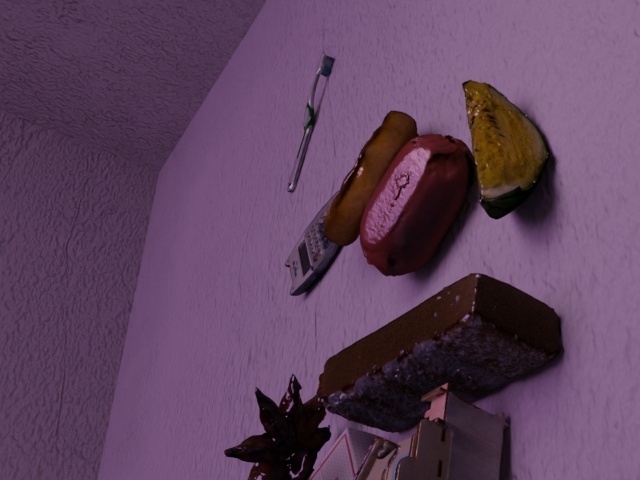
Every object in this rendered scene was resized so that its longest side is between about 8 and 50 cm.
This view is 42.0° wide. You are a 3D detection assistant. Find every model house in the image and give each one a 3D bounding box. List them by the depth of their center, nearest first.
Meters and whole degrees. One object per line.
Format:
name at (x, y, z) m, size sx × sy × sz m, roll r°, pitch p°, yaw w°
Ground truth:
model house at (0.114, 0.385, 1.149) m, size 0.244 × 0.169 × 0.326 m, roll -45°, pitch 24°, yaw 49°

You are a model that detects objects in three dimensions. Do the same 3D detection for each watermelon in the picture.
watermelon at (0.280, -0.136, 1.324) m, size 0.123 × 0.129 × 0.301 m, roll -48°, pitch 25°, yaw 37°

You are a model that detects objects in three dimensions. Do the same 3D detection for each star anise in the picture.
star anise at (-0.049, 0.368, 1.489) m, size 0.103 × 0.272 × 0.271 m, roll 17°, pitch 85°, yaw 41°

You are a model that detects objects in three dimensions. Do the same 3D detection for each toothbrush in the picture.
toothbrush at (-0.037, -0.334, 2.347) m, size 0.042 × 0.040 × 0.417 m, roll -7°, pitch 64°, yaw 63°

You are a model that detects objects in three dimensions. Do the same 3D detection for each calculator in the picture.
calculator at (0.000, 0.000, 1.966) m, size 0.268 × 0.040 × 0.177 m, roll -56°, pitch 26°, yaw 27°

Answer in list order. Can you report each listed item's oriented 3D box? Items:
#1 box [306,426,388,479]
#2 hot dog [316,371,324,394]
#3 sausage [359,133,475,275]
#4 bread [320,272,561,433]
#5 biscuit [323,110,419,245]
box at (0.017, 0.506, 1.410) m, size 0.330 × 0.095 × 0.210 m, roll -56°, pitch 26°, yaw 26°
hot dog at (0.047, 0.282, 1.586) m, size 0.188 × 0.055 × 0.072 m, roll -12°, pitch 63°, yaw 64°
sausage at (0.168, -0.062, 1.492) m, size 0.279 × 0.152 × 0.152 m, roll -62°, pitch 23°, yaw 19°
bread at (0.164, 0.183, 1.260) m, size 0.416 × 0.165 × 0.113 m, roll -41°, pitch 33°, yaw 50°
biscuit at (0.105, -0.119, 1.664) m, size 0.296 × 0.102 × 0.296 m, roll -59°, pitch -4°, yaw -7°
